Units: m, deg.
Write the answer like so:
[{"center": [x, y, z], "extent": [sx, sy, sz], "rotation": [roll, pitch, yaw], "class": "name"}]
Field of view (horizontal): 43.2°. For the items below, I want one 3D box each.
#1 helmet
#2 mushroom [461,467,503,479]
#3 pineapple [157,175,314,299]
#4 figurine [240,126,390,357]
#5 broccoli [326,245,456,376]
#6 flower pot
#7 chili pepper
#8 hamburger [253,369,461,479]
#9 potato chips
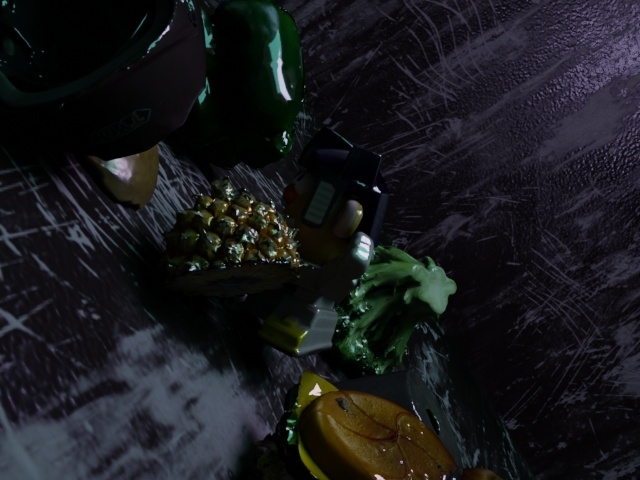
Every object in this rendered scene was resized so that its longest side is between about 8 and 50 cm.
[{"center": [-0.221, -0.184, 0.859], "extent": [0.177, 0.224, 0.305], "rotation": [61, 11, -50], "class": "helmet"}, {"center": [0.279, 0.503, 1.356], "extent": [0.253, 0.153, 0.253], "rotation": [57, 12, -20], "class": "mushroom"}, {"center": [-0.108, -0.014, 0.955], "extent": [0.175, 0.161, 0.137], "rotation": [0, 73, -27], "class": "pineapple"}, {"center": [0.001, 0.000, 1.080], "extent": [0.143, 0.308, 0.309], "rotation": [18, 37, -40], "class": "figurine"}, {"center": [0.106, 0.110, 1.444], "extent": [0.294, 0.245, 0.265], "rotation": [4, 72, -47], "class": "broccoli"}, {"center": [0.089, 0.281, 1.104], "extent": [0.269, 0.166, 0.269], "rotation": [56, 10, -15], "class": "flower pot"}, {"center": [-0.140, -0.251, 1.304], "extent": [0.233, 0.248, 0.257], "rotation": [55, 23, -66], "class": "chili pepper"}, {"center": [0.048, 0.270, 0.886], "extent": [0.261, 0.139, 0.243], "rotation": [27, 18, -7], "class": "hamburger"}, {"center": [-0.247, -0.125, 1.006], "extent": [0.150, 0.049, 0.202], "rotation": [48, 21, -25], "class": "potato chips"}]
